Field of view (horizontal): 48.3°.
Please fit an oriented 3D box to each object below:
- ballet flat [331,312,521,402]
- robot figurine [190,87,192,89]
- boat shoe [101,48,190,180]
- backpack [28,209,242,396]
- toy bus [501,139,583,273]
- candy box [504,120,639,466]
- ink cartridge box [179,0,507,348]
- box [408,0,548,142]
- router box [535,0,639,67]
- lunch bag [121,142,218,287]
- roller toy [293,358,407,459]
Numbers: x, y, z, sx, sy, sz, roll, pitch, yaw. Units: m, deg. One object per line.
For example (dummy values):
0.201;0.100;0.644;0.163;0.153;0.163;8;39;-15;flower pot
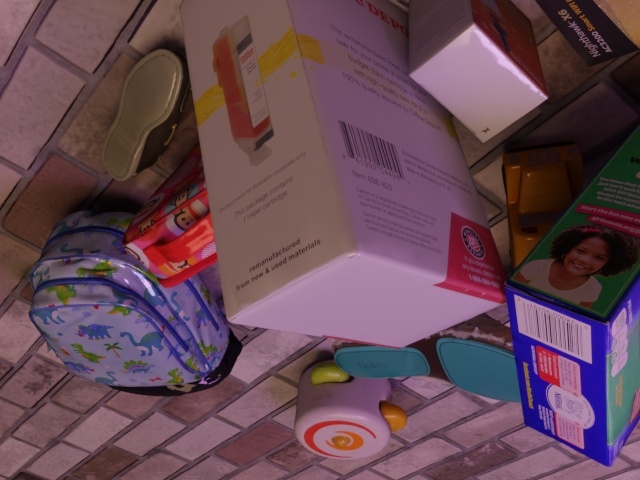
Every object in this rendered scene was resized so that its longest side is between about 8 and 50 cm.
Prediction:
0.204;0.165;1.182;0.409;0.147;0.147;2;139;33;ballet flat
-0.113;-0.210;0.941;0.115;0.067;0.101;-20;140;25;robot figurine
-0.234;-0.177;0.992;0.081;0.068;0.228;49;128;9;boat shoe
-0.324;0.111;1.189;0.290;0.273;0.355;1;123;15;backpack
0.338;0.016;1.066;0.108;0.130;0.333;-6;134;13;toy bus
0.353;0.050;0.814;0.122;0.317;0.268;23;148;38;candy box
0.022;-0.100;0.763;0.160;0.385;0.279;-30;150;33;ink cartridge box
0.176;-0.222;0.818;0.130;0.170;0.091;35;129;-26;box
0.297;-0.331;0.695;0.309;0.081;0.243;38;152;-27;router box
-0.125;-0.062;0.951;0.293;0.258;0.120;-27;113;32;lunch bag
0.048;0.344;1.422;0.209;0.146;0.191;23;134;-17;roller toy
